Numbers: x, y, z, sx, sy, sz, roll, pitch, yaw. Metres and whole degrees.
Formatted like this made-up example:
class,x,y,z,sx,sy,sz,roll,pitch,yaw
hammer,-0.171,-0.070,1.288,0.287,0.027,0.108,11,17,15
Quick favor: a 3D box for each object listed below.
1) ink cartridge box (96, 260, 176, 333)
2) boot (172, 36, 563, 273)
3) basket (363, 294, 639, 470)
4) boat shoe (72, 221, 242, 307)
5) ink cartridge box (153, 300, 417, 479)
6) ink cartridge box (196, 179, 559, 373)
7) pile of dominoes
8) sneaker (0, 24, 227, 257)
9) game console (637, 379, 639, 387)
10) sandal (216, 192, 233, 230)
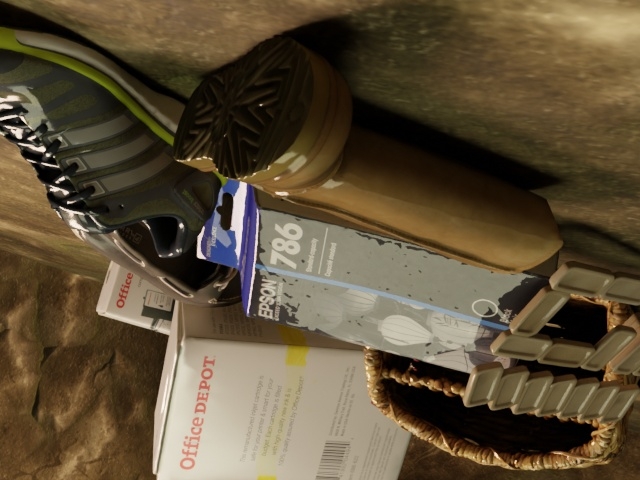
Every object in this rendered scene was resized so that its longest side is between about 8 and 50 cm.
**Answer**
class,x,y,z,sx,sy,sz,roll,pitch,yaw
ink cartridge box,-0.236,0.075,1.645,0.208,0.153,0.087,18,170,-18
boot,0.057,-0.044,0.696,0.269,0.089,0.236,20,180,-23
basket,0.198,0.148,1.169,0.299,0.213,0.223,11,170,25
boat shoe,-0.185,0.019,1.363,0.095,0.112,0.335,13,168,43
ink cartridge box,-0.052,0.229,1.583,0.384,0.279,0.160,6,-151,-14
ink cartridge box,0.037,0.025,0.948,0.332,0.065,0.165,14,139,5
pile of dominoes,0.253,0.094,0.963,0.251,0.040,0.196,12,130,-33
sneaker,-0.183,-0.073,0.781,0.300,0.121,0.111,24,167,-41
game console,0.504,0.179,1.350,0.213,0.044,0.361,14,169,9
sandal,-0.048,0.001,1.186,0.060,0.090,0.219,-16,148,29
